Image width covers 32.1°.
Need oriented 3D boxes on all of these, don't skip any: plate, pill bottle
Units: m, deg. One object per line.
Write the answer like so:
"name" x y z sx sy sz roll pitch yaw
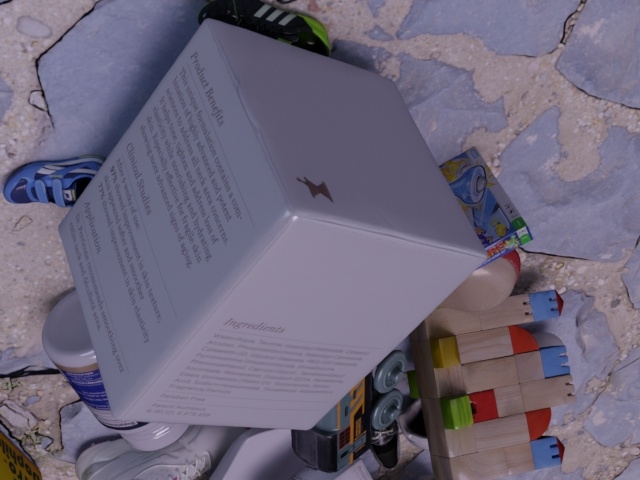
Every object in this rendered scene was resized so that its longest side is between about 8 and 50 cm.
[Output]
"plate" -0.102 0.395 1.948 0.278 0.045 0.277 -7 135 -50
"pill bottle" -0.298 0.198 1.692 0.153 0.153 0.265 -24 134 0

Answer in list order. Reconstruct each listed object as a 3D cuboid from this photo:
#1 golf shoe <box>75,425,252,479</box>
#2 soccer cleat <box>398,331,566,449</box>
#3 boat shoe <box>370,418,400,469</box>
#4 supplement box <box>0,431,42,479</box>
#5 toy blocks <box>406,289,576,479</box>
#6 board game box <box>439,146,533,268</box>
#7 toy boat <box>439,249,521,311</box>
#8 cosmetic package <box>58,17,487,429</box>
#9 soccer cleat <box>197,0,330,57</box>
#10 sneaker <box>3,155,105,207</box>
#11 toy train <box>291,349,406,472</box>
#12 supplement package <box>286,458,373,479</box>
"golf shoe" -0.254 0.389 1.881 0.306 0.140 0.115 -16 131 -9
"soccer cleat" 0.285 0.271 1.981 0.331 0.116 0.143 -37 150 14
"boat shoe" 0.109 0.331 2.010 0.077 0.070 0.219 -21 133 -2
"supplement box" -0.639 0.464 1.763 0.356 0.195 0.194 -25 133 2
"toy blocks" 0.303 0.243 1.868 0.260 0.381 0.191 -8 175 -15
"board game box" 0.211 -0.040 1.644 0.136 0.201 0.035 -29 132 5
"toy boat" 0.200 0.015 1.733 0.231 0.151 0.151 9 151 25
"cosmetic package" -0.076 0.000 1.425 0.327 0.329 0.394 12 132 -41
"soccer cleat" -0.068 -0.270 1.433 0.179 0.072 0.060 6 126 -24
"sneaker" -0.356 -0.074 1.503 0.144 0.059 0.053 -14 134 -7
"toy train" 0.039 0.219 1.799 0.190 0.142 0.334 -33 137 -37
"supplement package" 0.014 0.509 1.959 0.203 0.149 0.194 -35 100 -18
